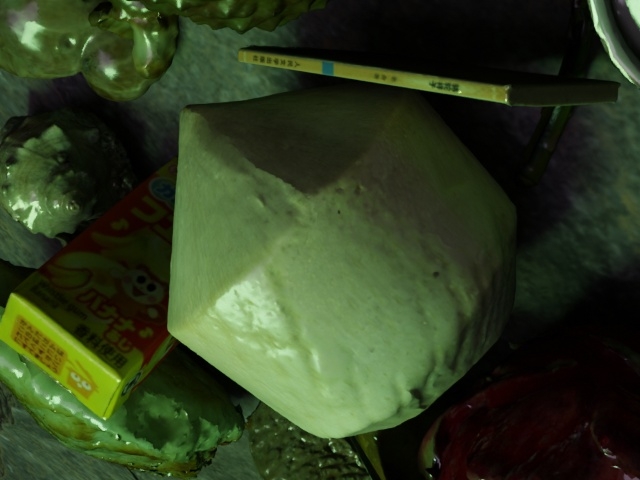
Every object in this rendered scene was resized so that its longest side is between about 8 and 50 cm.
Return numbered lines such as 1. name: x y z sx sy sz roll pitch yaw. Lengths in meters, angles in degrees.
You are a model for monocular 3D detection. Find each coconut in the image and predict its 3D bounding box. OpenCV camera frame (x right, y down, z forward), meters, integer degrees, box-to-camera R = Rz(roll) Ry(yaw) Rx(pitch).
1. coconut: 0.000 0.000 0.806 0.329 0.329 0.329 20 134 22

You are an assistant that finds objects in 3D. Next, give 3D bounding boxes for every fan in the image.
1. fan: 0.062 0.241 0.804 0.233 0.012 0.415 57 177 26

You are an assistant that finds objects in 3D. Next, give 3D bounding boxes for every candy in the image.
1. candy: -0.189 0.041 0.989 0.146 0.276 0.088 38 135 5

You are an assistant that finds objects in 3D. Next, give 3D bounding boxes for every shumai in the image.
1. shumai: -0.001 0.258 1.156 0.206 0.166 0.175 52 165 4

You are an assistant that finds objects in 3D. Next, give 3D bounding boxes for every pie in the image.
1. pie: -0.282 0.160 1.127 0.395 0.180 0.418 30 169 14

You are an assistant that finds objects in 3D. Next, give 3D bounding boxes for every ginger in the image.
1. ginger: -0.268 -0.267 0.897 0.244 0.155 0.304 5 136 24

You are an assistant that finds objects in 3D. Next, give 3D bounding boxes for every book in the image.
1. book: 0.080 -0.127 0.714 0.241 0.170 0.018 17 108 38

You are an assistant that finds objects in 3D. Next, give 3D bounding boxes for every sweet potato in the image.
1. sweet potato: 0.154 0.267 1.032 0.369 0.158 0.158 41 138 6

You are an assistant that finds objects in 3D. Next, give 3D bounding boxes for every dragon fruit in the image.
1. dragon fruit: 0.245 0.226 0.806 0.329 0.329 0.329 20 134 22

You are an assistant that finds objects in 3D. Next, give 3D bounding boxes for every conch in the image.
1. conch: -0.302 -0.072 1.077 0.245 0.163 0.178 38 131 50

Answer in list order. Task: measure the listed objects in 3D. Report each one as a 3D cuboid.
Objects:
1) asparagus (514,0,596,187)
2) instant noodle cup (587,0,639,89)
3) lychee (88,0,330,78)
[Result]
1. asparagus: 0.193 -0.124 0.756 0.034 0.027 0.236 17 134 10
2. instant noodle cup: 0.262 -0.181 0.524 0.217 0.207 0.217 19 133 22
3. lychee: -0.085 -0.274 0.668 0.320 0.270 0.270 -38 100 13
